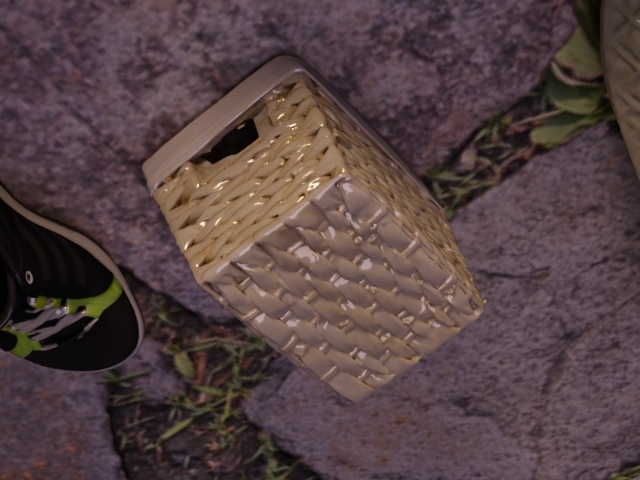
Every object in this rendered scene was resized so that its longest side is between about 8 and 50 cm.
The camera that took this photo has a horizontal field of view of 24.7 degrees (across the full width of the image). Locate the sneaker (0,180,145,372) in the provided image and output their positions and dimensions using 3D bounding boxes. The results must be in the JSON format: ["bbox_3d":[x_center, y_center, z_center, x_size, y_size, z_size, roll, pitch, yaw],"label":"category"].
[{"bbox_3d":[-0.175,0.024,0.767,0.084,0.097,0.234,-34,134,11],"label":"sneaker"}]

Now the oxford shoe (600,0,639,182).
[{"bbox_3d":[0.266,-0.074,0.839,0.130,0.169,0.449,-50,137,-33],"label":"oxford shoe"}]

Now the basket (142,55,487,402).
[{"bbox_3d":[0.000,0.000,0.809,0.113,0.103,0.167,-37,133,12],"label":"basket"}]
